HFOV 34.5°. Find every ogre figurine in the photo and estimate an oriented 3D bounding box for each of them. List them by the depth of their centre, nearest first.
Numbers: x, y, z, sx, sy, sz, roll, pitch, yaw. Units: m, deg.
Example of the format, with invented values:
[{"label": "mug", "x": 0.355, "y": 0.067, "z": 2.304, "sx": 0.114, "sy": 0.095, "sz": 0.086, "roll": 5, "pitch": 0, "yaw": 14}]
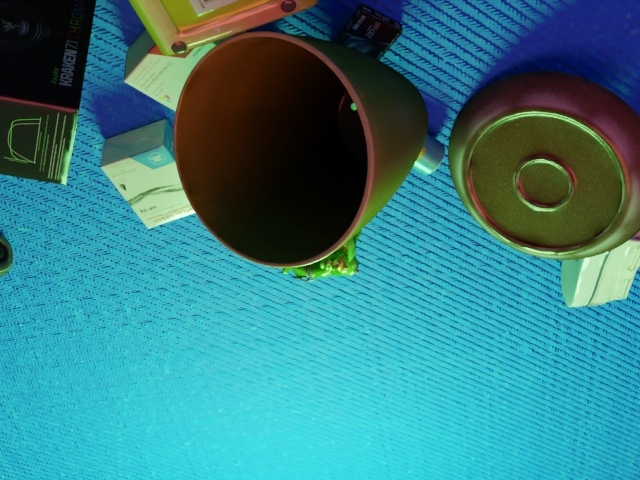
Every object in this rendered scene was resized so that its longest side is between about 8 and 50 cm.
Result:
[{"label": "ogre figurine", "x": 0.000, "y": 0.000, "z": 1.628, "sx": 0.118, "sy": 0.097, "sz": 0.197, "roll": 7, "pitch": 124, "yaw": 13}]

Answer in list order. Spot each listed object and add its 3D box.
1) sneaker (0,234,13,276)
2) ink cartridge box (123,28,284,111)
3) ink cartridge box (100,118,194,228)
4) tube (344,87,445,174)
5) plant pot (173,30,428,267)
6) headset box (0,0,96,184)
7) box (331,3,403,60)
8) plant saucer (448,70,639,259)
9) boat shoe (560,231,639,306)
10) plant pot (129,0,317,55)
[{"label": "sneaker", "x": -0.605, "y": 0.021, "z": 1.562, "sx": 0.106, "sy": 0.101, "sz": 0.267, "roll": -23, "pitch": 150, "yaw": 37}, {"label": "ink cartridge box", "x": -0.152, "y": -0.229, "z": 1.373, "sx": 0.175, "sy": 0.072, "sz": 0.127, "roll": 29, "pitch": 127, "yaw": -31}, {"label": "ink cartridge box", "x": -0.234, "y": -0.085, "z": 1.531, "sx": 0.104, "sy": 0.060, "sz": 0.180, "roll": -18, "pitch": 136, "yaw": 13}, {"label": "tube", "x": 0.086, "y": -0.166, "z": 1.488, "sx": 0.207, "sy": 0.052, "sz": 0.080, "roll": 29, "pitch": 117, "yaw": -23}, {"label": "plant pot", "x": 0.015, "y": -0.133, "z": 1.299, "sx": 0.275, "sy": 0.274, "sz": 0.293, "roll": -42, "pitch": 170, "yaw": 33}, {"label": "headset box", "x": -0.426, "y": -0.216, "z": 1.236, "sx": 0.283, "sy": 0.246, "sz": 0.131, "roll": 10, "pitch": 136, "yaw": -14}, {"label": "box", "x": 0.060, "y": -0.270, "z": 1.387, "sx": 0.067, "sy": 0.018, "sz": 0.083, "roll": 22, "pitch": 132, "yaw": -27}, {"label": "plant saucer", "x": 0.324, "y": -0.092, "z": 1.478, "sx": 0.311, "sy": 0.050, "sz": 0.310, "roll": 14, "pitch": 127, "yaw": 19}, {"label": "boat shoe", "x": 0.490, "y": -0.016, "z": 1.620, "sx": 0.157, "sy": 0.135, "sz": 0.367, "roll": -2, "pitch": 140, "yaw": -2}, {"label": "plant pot", "x": -0.129, "y": -0.350, "z": 1.146, "sx": 0.227, "sy": 0.207, "sz": 0.228, "roll": -16, "pitch": 137, "yaw": 11}]
